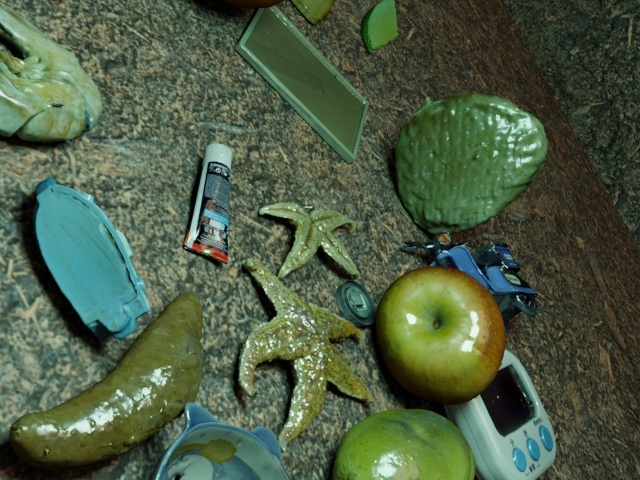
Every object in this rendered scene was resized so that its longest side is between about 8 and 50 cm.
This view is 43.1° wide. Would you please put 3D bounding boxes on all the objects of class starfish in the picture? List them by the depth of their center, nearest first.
[{"bbox_3d":[-0.011,0.163,1.180,0.302,0.060,0.299,18,46,-46],"label":"starfish"},{"bbox_3d":[0.002,0.000,1.351,0.247,0.050,0.138,4,60,-48],"label":"starfish"}]

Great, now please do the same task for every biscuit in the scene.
[{"bbox_3d":[-0.070,-0.601,1.804,0.254,0.029,0.172,46,33,-16],"label":"biscuit"}]

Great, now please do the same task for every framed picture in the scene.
[{"bbox_3d":[-0.026,-0.325,1.627,0.324,0.020,0.240,42,35,-21],"label":"framed picture"}]

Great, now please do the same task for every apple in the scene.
[{"bbox_3d":[0.201,0.159,1.339,0.173,0.211,0.234,52,32,-54],"label":"apple"}]

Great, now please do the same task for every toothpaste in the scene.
[{"bbox_3d":[-0.161,-0.057,1.192,0.071,0.045,0.193,22,51,-31],"label":"toothpaste"}]

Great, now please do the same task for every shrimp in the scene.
[{"bbox_3d":[-0.417,-0.230,0.973,0.360,0.085,0.246,15,42,-51],"label":"shrimp"}]

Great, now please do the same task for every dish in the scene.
[{"bbox_3d":[-0.126,0.298,0.878,0.236,0.086,0.227,-20,77,-57],"label":"dish"}]

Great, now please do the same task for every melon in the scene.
[{"bbox_3d":[0.144,-0.525,2.029,0.114,0.053,0.261,63,31,-25],"label":"melon"}]

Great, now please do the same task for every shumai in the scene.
[{"bbox_3d":[0.332,-0.188,1.704,0.288,0.330,0.291,-19,87,-59],"label":"shumai"}]

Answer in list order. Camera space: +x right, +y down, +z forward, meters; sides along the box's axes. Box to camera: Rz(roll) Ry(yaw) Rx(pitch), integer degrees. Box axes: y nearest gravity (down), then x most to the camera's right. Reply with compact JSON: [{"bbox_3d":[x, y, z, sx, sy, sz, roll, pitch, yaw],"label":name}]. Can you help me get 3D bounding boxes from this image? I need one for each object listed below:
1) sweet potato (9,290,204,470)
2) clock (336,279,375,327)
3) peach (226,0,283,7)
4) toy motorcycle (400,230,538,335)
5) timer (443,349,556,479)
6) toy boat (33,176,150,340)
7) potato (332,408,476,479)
[{"bbox_3d":[-0.195,0.158,0.905,0.114,0.092,0.341,39,31,4],"label":"sweet potato"},{"bbox_3d":[0.060,0.107,1.362,0.085,0.017,0.085,34,38,-32],"label":"clock"},{"bbox_3d":[-0.124,-0.582,1.410,0.343,0.343,0.301,44,12,-19],"label":"peach"},{"bbox_3d":[0.309,0.085,1.630,0.359,0.125,0.212,7,48,-53],"label":"toy motorcycle"},{"bbox_3d":[0.321,0.320,1.458,0.262,0.087,0.237,-6,67,-55],"label":"timer"},{"bbox_3d":[-0.272,0.018,0.954,0.215,0.088,0.102,58,-2,3],"label":"toy boat"},{"bbox_3d":[0.117,0.320,1.139,0.169,0.143,0.248,31,20,37],"label":"potato"}]
